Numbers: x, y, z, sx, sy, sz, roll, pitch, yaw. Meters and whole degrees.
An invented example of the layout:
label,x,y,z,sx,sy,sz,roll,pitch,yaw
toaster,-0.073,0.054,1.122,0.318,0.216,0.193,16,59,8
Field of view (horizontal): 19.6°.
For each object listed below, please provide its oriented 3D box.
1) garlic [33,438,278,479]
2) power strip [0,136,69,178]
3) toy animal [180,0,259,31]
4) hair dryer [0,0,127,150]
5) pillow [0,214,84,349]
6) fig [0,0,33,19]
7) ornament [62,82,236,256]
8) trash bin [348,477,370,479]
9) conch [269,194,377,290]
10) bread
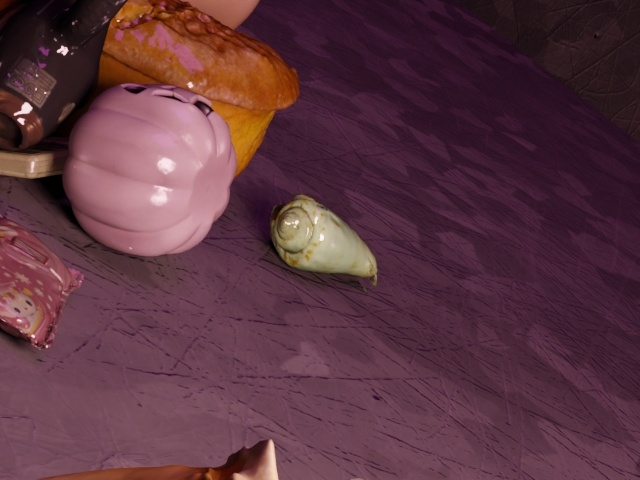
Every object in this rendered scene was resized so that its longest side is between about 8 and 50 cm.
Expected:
label,x,y,z,sx,sy,sz,roll,pitch,yaw
garlic,-0.156,0.216,1.056,0.313,0.249,0.286,-12,44,-12
power strip,-0.284,-0.087,1.913,0.076,0.028,0.169,7,10,21
toy animal,-0.222,-0.363,2.440,0.345,0.247,0.277,11,24,-45
hair dryer,-0.197,-0.254,1.814,0.120,0.359,0.304,40,54,-15
pillow,-0.271,0.034,1.630,0.118,0.043,0.185,35,20,-7
fig,-0.392,-0.270,1.955,0.214,0.235,0.235,0,29,-20
ornament,-0.177,-0.074,1.858,0.177,0.177,0.177,27,18,-10
trash bin,0.032,0.272,1.167,0.165,0.225,0.115,17,21,-36
conch,0.000,0.000,2.112,0.170,0.079,0.106,33,16,-50
bread,-0.201,-0.173,2.072,0.340,0.194,0.179,26,24,-9
